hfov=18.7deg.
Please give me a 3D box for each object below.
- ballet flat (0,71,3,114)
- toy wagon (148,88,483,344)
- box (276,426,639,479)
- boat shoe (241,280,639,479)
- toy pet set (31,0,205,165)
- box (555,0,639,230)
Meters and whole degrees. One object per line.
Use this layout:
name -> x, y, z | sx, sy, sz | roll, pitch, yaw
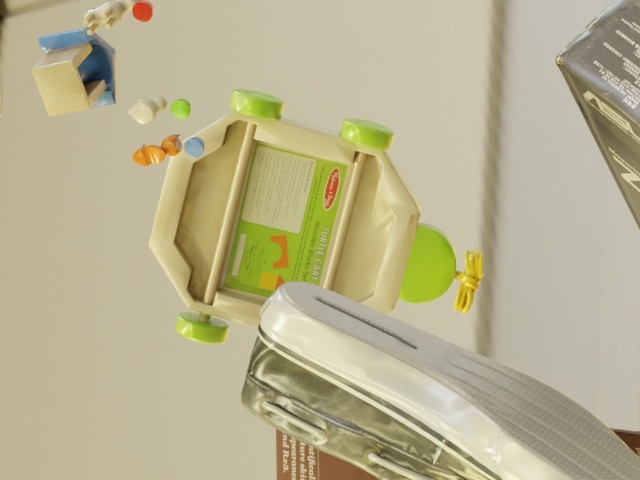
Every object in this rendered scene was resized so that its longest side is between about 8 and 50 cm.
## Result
ballet flat -> -0.312, 0.046, 1.299 | 0.139, 0.139, 0.400 | 46, -128, -39
toy wagon -> 0.000, 0.000, 2.023 | 0.068, 0.344, 0.267 | -71, -4, -78
box -> 0.138, 0.254, 1.701 | 0.381, 0.143, 0.191 | 12, -106, -46
boat shoe -> 0.092, 0.150, 1.438 | 0.121, 0.335, 0.119 | -18, -48, -60
toy pet set -> -0.143, -0.120, 1.403 | 0.065, 0.114, 0.122 | -61, -42, -58
box -> 0.370, 0.016, 1.421 | 0.097, 0.395, 0.318 | -44, -33, -4
